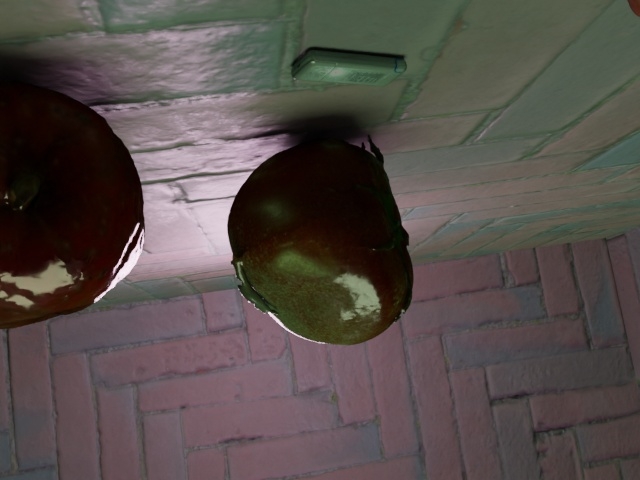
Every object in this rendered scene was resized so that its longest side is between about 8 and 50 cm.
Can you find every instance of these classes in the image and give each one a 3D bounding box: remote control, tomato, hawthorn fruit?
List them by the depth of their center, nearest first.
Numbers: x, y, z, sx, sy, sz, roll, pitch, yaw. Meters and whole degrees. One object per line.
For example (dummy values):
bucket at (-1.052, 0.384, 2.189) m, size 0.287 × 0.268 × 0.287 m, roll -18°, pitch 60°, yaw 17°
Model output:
hawthorn fruit at (-0.298, -0.034, 0.679) m, size 0.258 × 0.258 × 0.261 m, roll -3°, pitch 142°, yaw -31°
remote control at (0.032, -0.184, 0.718) m, size 0.125 × 0.017 × 0.053 m, roll -3°, pitch 171°, yaw -27°
tomato at (0.000, 0.000, 0.978) m, size 0.239 × 0.303 × 0.303 m, roll -16°, pitch 169°, yaw 15°

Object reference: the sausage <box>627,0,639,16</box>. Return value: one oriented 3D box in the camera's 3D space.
sausage at (0.268, -0.235, 0.574) m, size 0.029 × 0.029 × 0.223 m, roll -14°, pitch 169°, yaw 32°
